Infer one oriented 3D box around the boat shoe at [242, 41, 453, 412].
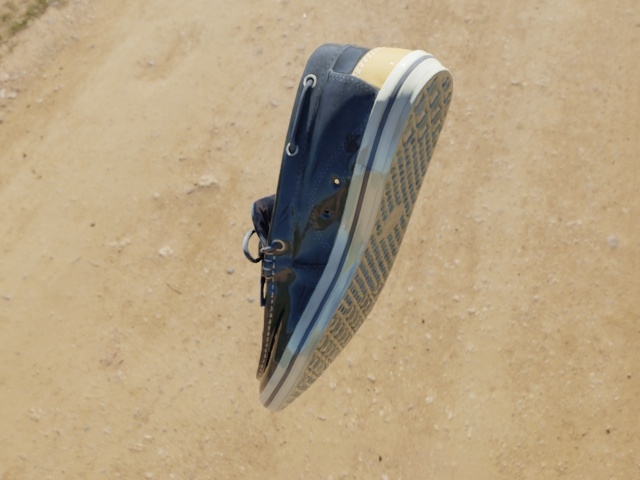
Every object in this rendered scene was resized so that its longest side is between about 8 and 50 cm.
[{"bbox_3d":[0.000,0.000,0.734,0.156,0.499,0.187,29,31,21],"label":"boat shoe"}]
